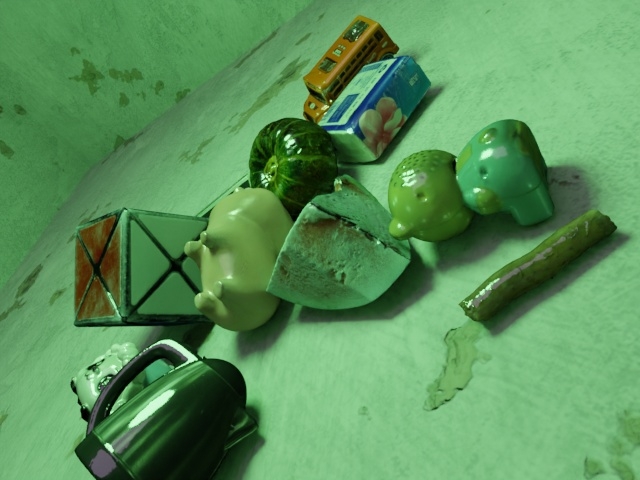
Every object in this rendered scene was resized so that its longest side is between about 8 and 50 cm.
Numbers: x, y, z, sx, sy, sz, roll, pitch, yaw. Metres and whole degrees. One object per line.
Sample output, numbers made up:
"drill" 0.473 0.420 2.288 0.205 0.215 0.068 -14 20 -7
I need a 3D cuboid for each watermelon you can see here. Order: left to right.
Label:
"watermelon" 0.000 0.000 1.018 0.289 0.214 0.320 -29 45 16

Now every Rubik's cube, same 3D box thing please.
"Rubik's cube" -0.414 0.074 1.292 0.259 0.260 0.255 -10 77 39

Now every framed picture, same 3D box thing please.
"framed picture" -0.318 -0.091 1.717 0.293 0.018 0.231 -38 30 7

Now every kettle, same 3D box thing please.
"kettle" -0.247 0.316 0.933 0.271 0.207 0.250 -45 25 -25

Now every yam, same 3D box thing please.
"yam" 0.307 0.039 0.776 0.241 0.057 0.057 -36 30 6

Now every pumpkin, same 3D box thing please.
"pumpkin" -0.057 -0.175 1.344 0.260 0.189 0.261 0 90 50

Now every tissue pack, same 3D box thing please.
"tissue pack" 0.130 -0.331 1.392 0.209 0.137 0.270 13 63 55

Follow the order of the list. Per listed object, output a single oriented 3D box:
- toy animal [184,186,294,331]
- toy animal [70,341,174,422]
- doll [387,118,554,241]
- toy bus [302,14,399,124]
"toy animal" -0.156 0.034 1.174 0.237 0.269 0.327 -21 68 33
"toy animal" -0.377 0.300 1.090 0.156 0.204 0.208 -50 38 -8
"doll" 0.237 -0.092 0.918 0.260 0.161 0.177 -19 38 30
"toy bus" 0.064 -0.479 1.575 0.329 0.153 0.143 -49 47 5
